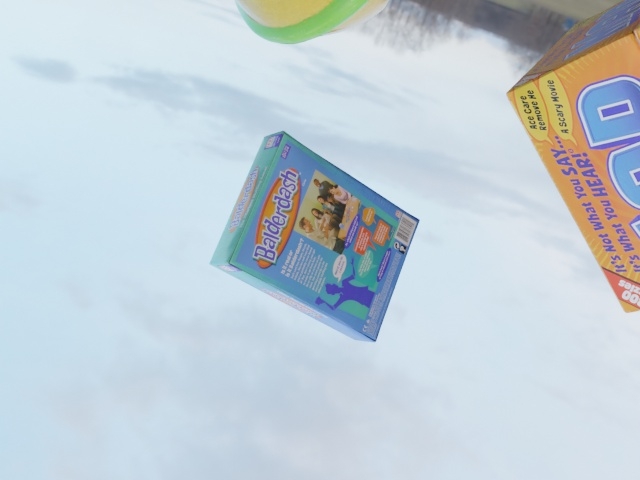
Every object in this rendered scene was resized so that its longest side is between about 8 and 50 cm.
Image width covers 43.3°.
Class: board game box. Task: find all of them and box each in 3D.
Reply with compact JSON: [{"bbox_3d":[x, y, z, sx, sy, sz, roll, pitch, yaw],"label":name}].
[{"bbox_3d":[0.000,0.000,0.901,0.210,0.160,0.047,31,162,-29],"label":"board game box"},{"bbox_3d":[0.539,-0.176,1.097,0.356,0.356,0.356,58,-139,-10],"label":"board game box"}]

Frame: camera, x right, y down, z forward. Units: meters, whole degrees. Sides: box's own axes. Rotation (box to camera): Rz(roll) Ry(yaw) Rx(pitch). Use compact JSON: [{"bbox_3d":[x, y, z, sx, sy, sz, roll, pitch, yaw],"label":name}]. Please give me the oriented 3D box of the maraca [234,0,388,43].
[{"bbox_3d":[0.003,-0.176,0.364,0.127,0.185,0.099,-10,160,42],"label":"maraca"}]
